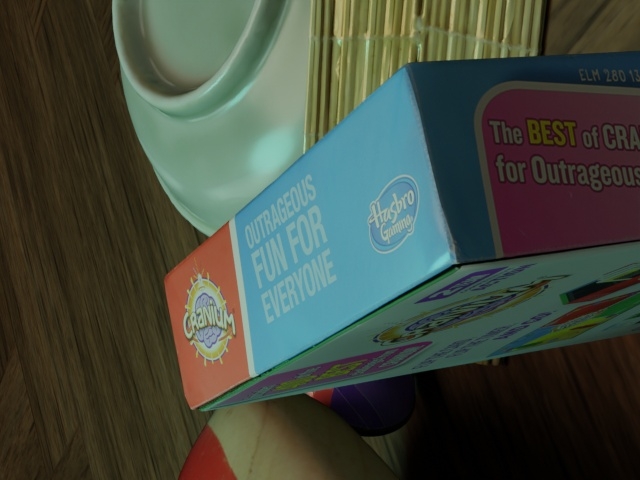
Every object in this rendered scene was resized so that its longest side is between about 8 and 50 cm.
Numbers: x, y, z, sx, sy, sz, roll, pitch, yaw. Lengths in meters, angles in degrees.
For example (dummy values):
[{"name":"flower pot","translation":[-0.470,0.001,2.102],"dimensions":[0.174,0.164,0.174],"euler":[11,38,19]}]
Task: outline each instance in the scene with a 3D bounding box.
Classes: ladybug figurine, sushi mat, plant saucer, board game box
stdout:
[{"name":"ladybug figurine","translation":[0.011,0.236,0.832],"dimensions":[0.305,0.162,0.449],"euler":[51,175,1]},{"name":"sushi mat","translation":[0.063,-0.067,0.870],"dimensions":[0.019,0.151,0.317],"euler":[-55,-29,-67]},{"name":"plant saucer","translation":[-0.062,-0.194,0.993],"dimensions":[0.400,0.100,0.401],"euler":[-9,79,50]},{"name":"board game box","translation":[0.123,-0.005,0.548],"dimensions":[0.242,0.316,0.064],"euler":[-35,65,60]}]

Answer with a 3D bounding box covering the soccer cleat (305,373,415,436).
[{"name":"soccer cleat","translation":[0.000,0.000,1.031],"dimensions":[0.116,0.108,0.318],"euler":[115,143,-49]}]
